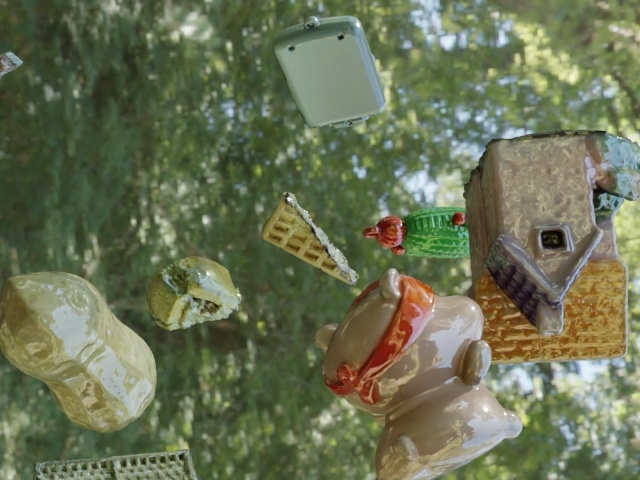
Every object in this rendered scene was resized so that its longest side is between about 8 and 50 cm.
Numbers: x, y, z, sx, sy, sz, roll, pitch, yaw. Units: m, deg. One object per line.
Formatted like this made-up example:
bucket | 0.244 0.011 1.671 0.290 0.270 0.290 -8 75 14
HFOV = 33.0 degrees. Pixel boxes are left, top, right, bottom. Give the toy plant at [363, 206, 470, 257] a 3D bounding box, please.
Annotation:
toy plant | 0.196 -0.009 1.884 0.154 0.240 0.088 74 7 -71

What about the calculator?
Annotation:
calculator | 0.016 -0.255 1.661 0.246 0.141 0.045 63 20 -53

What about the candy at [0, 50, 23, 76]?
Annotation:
candy | -0.421 -0.178 1.264 0.043 0.175 0.045 59 16 -2

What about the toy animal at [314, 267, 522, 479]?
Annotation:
toy animal | 0.085 0.132 1.054 0.197 0.171 0.171 64 -20 13

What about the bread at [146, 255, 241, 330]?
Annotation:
bread | -0.202 0.072 1.770 0.103 0.156 0.110 53 -29 30

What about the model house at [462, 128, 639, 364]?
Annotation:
model house | 0.284 0.019 1.281 0.237 0.202 0.237 100 -10 -73

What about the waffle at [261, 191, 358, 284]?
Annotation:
waffle | 0.000 0.000 1.428 0.097 0.153 0.023 -52 -168 50

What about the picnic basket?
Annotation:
picnic basket | -0.249 0.359 1.306 0.134 0.196 0.154 -119 -145 -47

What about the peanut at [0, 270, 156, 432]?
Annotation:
peanut | -0.236 0.117 1.065 0.125 0.111 0.274 54 -5 32
